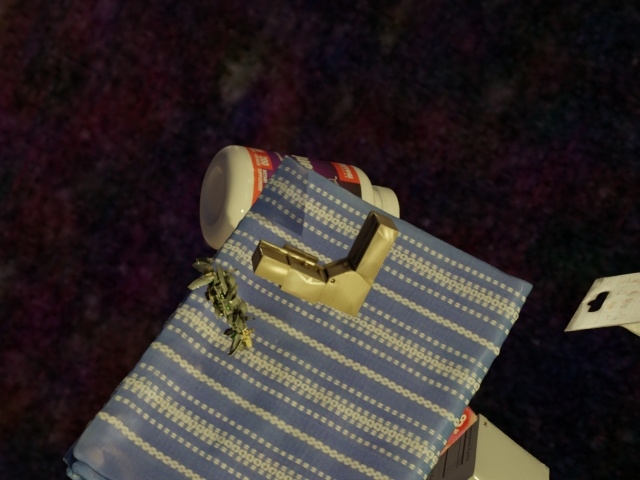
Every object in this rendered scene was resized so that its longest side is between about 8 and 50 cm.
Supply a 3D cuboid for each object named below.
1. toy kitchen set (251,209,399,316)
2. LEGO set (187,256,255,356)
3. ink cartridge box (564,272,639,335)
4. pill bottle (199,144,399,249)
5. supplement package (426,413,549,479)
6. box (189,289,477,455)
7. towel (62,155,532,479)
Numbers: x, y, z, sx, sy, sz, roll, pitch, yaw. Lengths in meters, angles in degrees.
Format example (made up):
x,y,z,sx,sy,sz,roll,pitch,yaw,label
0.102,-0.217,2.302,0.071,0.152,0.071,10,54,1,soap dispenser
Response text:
x,y,z,sx,sy,sz,roll,pitch,yaw,label
0.000,0.000,0.965,0.075,0.083,0.068,-63,15,14,toy kitchen set
-0.046,0.031,0.672,0.023,0.054,0.083,-20,-3,6,LEGO set
0.476,0.092,1.780,0.232,0.066,0.189,-16,14,31,ink cartridge box
-0.034,-0.054,2.233,0.181,0.323,0.181,-29,57,60,pill bottle
0.178,0.377,1.762,0.244,0.139,0.134,-45,14,29,supplement package
0.009,0.120,1.388,0.142,0.154,0.300,-44,44,2,box
-0.011,0.102,1.007,0.336,0.243,0.040,-56,-13,-28,towel
